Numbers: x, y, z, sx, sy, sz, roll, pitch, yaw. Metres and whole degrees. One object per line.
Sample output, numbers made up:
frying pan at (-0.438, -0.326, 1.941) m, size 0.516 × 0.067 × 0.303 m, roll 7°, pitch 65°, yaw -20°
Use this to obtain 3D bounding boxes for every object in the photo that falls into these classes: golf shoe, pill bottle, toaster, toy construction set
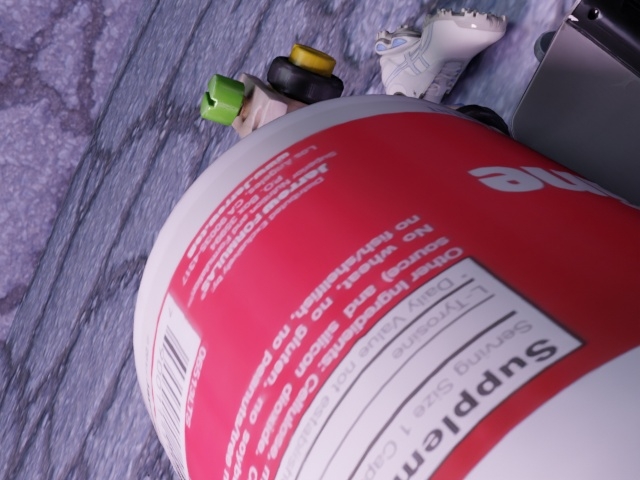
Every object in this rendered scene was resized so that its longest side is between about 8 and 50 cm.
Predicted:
golf shoe at (0.110, -0.155, 1.072) m, size 0.176 × 0.069 × 0.086 m, roll 172°, pitch 98°, yaw -67°
pill bottle at (0.086, 0.100, 0.444) m, size 0.229 × 0.229 × 0.408 m, roll -63°, pitch 29°, yaw 9°
toaster at (0.208, -0.079, 0.584) m, size 0.168 × 0.186 × 0.110 m, roll -49°, pitch -6°, yaw -30°
toy construction set at (0.000, 0.000, 0.918) m, size 0.257 × 0.237 × 0.308 m, roll -50°, pitch 29°, yaw 33°
